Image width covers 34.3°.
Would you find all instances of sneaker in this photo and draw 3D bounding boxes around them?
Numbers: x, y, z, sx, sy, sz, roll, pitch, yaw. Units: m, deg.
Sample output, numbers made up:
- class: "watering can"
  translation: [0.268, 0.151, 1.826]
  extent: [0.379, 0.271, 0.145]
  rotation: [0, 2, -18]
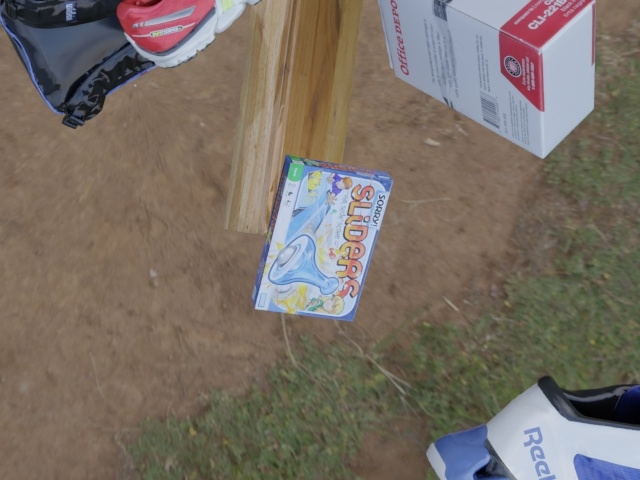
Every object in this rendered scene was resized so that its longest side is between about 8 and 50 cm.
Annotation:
- class: "sneaker"
  translation: [0.260, 0.225, 0.851]
  extent: [0.315, 0.127, 0.182]
  rotation: [43, 99, -5]
- class: "sneaker"
  translation: [-0.116, -0.318, 1.175]
  extent: [0.279, 0.107, 0.118]
  rotation: [-43, 121, 5]

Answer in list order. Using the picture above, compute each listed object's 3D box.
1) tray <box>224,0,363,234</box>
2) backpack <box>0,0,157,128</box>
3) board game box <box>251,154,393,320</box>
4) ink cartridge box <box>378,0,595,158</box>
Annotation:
- class: "tray"
  translation: [-0.029, -0.212, 1.493]
  extent: [0.076, 0.203, 0.411]
  rotation: [8, 93, 29]
- class: "backpack"
  translation: [-0.334, -0.349, 1.552]
  extent: [0.263, 0.213, 0.277]
  rotation: [-22, 143, -4]
- class: "board game box"
  translation: [0.000, 0.000, 1.316]
  extent: [0.136, 0.035, 0.201]
  rotation: [8, 111, -17]
- class: "ink cartridge box"
  translation: [0.215, -0.261, 1.355]
  extent: [0.114, 0.273, 0.197]
  rotation: [-43, 146, -18]
